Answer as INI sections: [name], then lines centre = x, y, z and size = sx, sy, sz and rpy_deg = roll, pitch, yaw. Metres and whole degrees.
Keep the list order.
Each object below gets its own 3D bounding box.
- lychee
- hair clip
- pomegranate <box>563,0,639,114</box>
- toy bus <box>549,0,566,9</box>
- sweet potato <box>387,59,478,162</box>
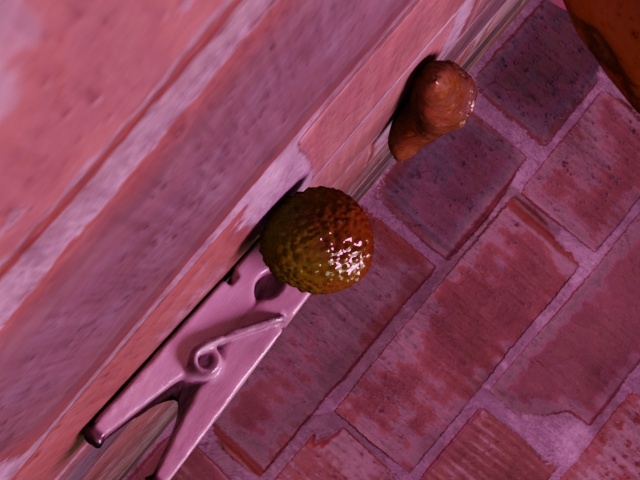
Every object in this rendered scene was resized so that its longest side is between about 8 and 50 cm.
[lychee]
centre = 0.000, 0.000, 0.901
size = 0.146, 0.114, 0.114
rpy_deg = -3, 140, -50
[hair clip]
centre = -0.106, 0.113, 0.935
size = 0.331, 0.101, 0.085
rpy_deg = -50, 174, -22
[pomegranate]
centre = 0.438, -0.288, 0.837
size = 0.417, 0.416, 0.416
rpy_deg = -49, 178, -3
[toy bus]
centre = 0.394, -0.428, 1.196
size = 0.128, 0.147, 0.303
rpy_deg = -55, 180, -8
[sweet potato]
centre = 0.167, -0.193, 1.232
size = 0.114, 0.092, 0.341
rpy_deg = -32, 175, -7
